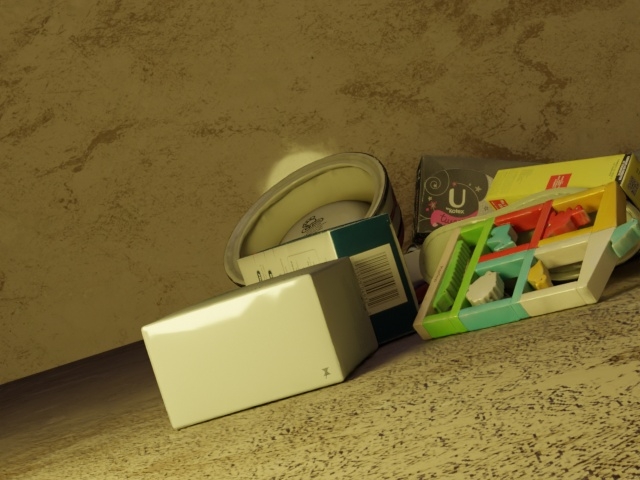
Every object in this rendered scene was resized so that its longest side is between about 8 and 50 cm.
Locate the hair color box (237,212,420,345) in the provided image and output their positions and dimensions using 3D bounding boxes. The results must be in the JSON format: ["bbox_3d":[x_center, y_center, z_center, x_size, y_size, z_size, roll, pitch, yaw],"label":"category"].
[{"bbox_3d":[0.006,0.075,1.702,0.105,0.174,0.347,-17,1,-27],"label":"hair color box"}]

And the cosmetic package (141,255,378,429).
[{"bbox_3d":[-0.069,0.122,1.437,0.224,0.138,0.224,-18,2,14],"label":"cosmetic package"}]

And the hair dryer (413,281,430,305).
[{"bbox_3d":[0.239,0.067,1.852,0.223,0.080,0.293,-36,3,-26],"label":"hair dryer"}]

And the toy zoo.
[{"bbox_3d":[0.264,0.021,1.409,0.293,0.030,0.192,-18,31,38],"label":"toy zoo"}]

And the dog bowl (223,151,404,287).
[{"bbox_3d":[0.000,0.000,2.454,0.408,0.150,0.408,-26,32,18],"label":"dog bowl"}]

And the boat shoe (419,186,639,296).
[{"bbox_3d":[0.300,0.015,1.551,0.340,0.127,0.113,-18,-24,39],"label":"boat shoe"}]

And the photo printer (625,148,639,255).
[{"bbox_3d":[0.466,-0.056,1.711,0.256,0.107,0.307,-32,3,-10],"label":"photo printer"}]

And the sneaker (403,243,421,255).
[{"bbox_3d":[0.205,0.072,2.344,0.098,0.083,0.224,17,-12,-2],"label":"sneaker"}]

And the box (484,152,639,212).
[{"bbox_3d":[0.342,-0.061,1.561,0.232,0.087,0.058,-3,51,49],"label":"box"}]

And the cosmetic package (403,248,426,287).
[{"bbox_3d":[0.162,0.068,2.118,0.239,0.060,0.099,-19,-22,-40],"label":"cosmetic package"}]

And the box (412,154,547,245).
[{"bbox_3d":[0.310,-0.069,2.239,0.247,0.163,0.142,4,-11,2],"label":"box"}]
